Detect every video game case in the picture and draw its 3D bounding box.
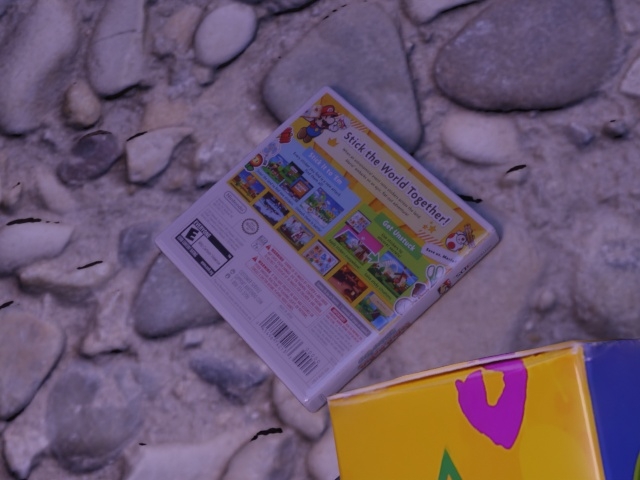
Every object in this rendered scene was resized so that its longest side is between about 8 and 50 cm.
[{"bbox_3d":[0.000,0.000,1.186,0.206,0.026,0.227,-42,55,-5],"label":"video game case"}]

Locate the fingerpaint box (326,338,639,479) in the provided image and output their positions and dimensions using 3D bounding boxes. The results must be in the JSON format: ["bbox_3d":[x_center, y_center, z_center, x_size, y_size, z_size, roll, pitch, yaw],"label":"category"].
[{"bbox_3d":[0.246,0.219,0.614,0.163,0.444,0.371,-21,75,54],"label":"fingerpaint box"}]

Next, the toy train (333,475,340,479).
[{"bbox_3d":[0.052,0.214,0.942,0.334,0.190,0.142,-40,56,-4],"label":"toy train"}]
